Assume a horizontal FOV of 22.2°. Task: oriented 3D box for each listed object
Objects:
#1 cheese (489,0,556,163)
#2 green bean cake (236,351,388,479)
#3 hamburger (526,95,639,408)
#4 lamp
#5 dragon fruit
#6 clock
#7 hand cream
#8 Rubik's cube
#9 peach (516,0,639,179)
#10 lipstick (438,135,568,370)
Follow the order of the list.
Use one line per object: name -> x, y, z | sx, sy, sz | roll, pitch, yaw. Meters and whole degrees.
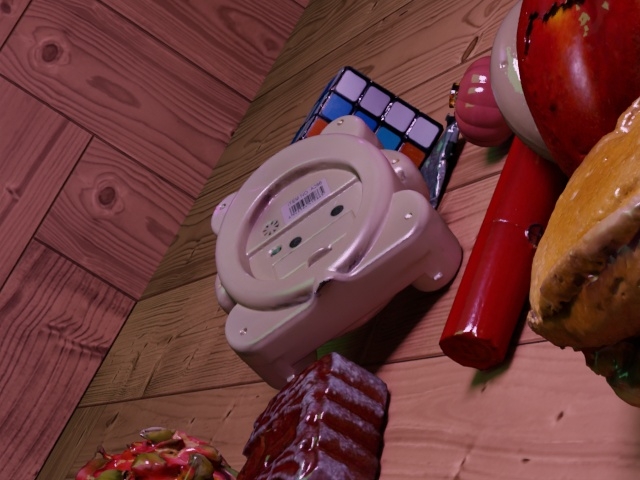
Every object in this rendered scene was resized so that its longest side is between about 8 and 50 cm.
cheese -> 0.255, -0.157, 1.598 | 0.091, 0.175, 0.202 | 70, -166, -59
green bean cake -> -0.022, 0.243, 1.741 | 0.198, 0.097, 0.232 | -46, 18, 36
hamburger -> 0.265, 0.002, 1.202 | 0.244, 0.163, 0.244 | -57, 7, 10
lamp -> 0.197, -0.161, 1.892 | 0.107, 0.092, 0.107 | 12, -90, -77
dragon fruit -> -0.202, 0.357, 1.818 | 0.302, 0.237, 0.231 | -58, 9, -5
clock -> 0.000, 0.000, 1.912 | 0.284, 0.114, 0.309 | -36, 34, 10
hand cream -> 0.109, -0.045, 2.013 | 0.075, 0.052, 0.248 | -26, 34, 62
Rubik's cube -> 0.046, -0.115, 2.135 | 0.155, 0.154, 0.151 | -58, 7, -9
peach -> 0.237, -0.142, 1.459 | 0.189, 0.068, 0.279 | -1, 100, 53
lipstick -> 0.191, -0.003, 1.623 | 0.073, 0.073, 0.279 | -35, 28, 56
